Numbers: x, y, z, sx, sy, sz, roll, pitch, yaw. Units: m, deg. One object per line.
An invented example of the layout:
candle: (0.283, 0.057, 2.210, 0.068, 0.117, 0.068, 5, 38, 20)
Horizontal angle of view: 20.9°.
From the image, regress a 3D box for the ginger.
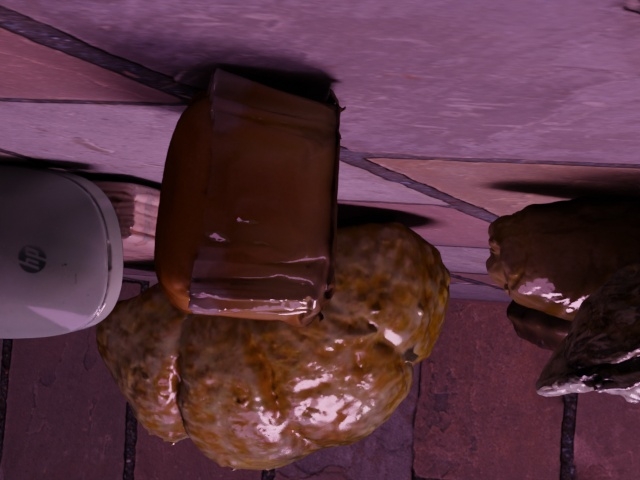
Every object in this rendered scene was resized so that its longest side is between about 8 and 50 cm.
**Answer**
ginger: (0.265, 0.021, 1.417, 0.263, 0.109, 0.116, 6, 140, -18)

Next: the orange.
orange: (-0.033, 0.119, 1.773, 0.369, 0.210, 0.271, -20, 163, 8)

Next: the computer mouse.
computer mouse: (-0.309, 0.011, 1.561, 0.288, 0.159, 0.097, 1, -170, 19)

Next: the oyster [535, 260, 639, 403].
oyster: (0.328, 0.068, 1.304, 0.351, 0.158, 0.162, -11, -161, 14)

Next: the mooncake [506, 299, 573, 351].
mooncake: (0.304, 0.073, 1.771, 0.228, 0.124, 0.228, 15, -174, -2)

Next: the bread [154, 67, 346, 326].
bread: (-0.043, -0.019, 1.053, 0.107, 0.136, 0.241, 5, 177, -3)

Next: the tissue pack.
tissue pack: (-0.179, -0.010, 1.746, 0.170, 0.071, 0.325, 1, 174, 25)

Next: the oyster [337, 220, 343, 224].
oyster: (0.001, 0.000, 1.887, 0.098, 0.037, 0.100, -3, 175, -5)
